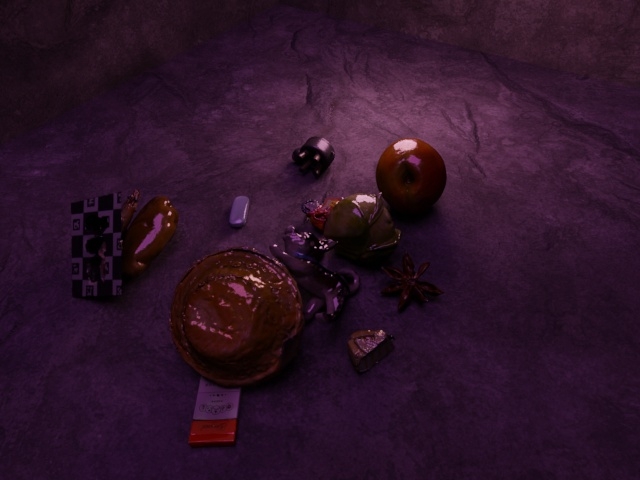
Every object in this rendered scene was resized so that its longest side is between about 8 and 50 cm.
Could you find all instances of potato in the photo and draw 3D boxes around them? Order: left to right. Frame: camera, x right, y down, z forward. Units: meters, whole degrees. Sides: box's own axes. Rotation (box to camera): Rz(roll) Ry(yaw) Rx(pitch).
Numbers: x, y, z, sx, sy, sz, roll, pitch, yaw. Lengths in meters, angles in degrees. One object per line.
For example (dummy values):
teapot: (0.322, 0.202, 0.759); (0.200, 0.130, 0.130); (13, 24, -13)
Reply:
potato: (-0.690, -0.012, 1.938); (0.196, 0.176, 0.368); (15, 57, 5)

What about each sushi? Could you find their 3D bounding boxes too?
sushi: (-0.807, 0.024, 1.834); (0.297, 0.100, 0.372); (-6, 85, 29)

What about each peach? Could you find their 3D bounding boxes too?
peach: (0.367, -0.266, 1.986); (0.308, 0.307, 0.332); (0, 15, 6)

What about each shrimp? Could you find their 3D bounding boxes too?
shrimp: (-0.799, -0.077, 1.974); (0.062, 0.154, 0.294); (25, 81, -7)

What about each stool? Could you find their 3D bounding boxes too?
stool: (-0.039, -0.377, 2.247); (0.228, 0.153, 0.139); (-21, 29, 52)

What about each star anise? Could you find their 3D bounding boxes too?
star anise: (0.310, 0.151, 1.707); (0.196, 0.111, 0.212); (-43, 85, -8)

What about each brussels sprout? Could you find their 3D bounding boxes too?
brussels sprout: (0.161, -0.047, 1.814); (0.295, 0.259, 0.227); (6, 34, 37)

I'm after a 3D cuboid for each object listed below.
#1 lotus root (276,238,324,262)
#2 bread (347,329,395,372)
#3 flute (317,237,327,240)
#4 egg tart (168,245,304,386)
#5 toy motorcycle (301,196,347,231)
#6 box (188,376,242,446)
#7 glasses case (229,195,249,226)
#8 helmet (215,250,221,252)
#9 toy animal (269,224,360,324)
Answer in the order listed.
lotus root: (-0.082, 0.066, 1.842); (0.110, 0.097, 0.258); (30, 52, 33)
bread: (0.151, 0.337, 1.558); (0.157, 0.102, 0.110); (-26, 37, -26)
flute: (0.000, 0.000, 1.943); (0.233, 0.027, 0.027); (-7, 46, -2)
egg tart: (-0.268, 0.231, 1.474); (0.444, 0.178, 0.442); (-1, 85, 8)
toy motorcycle: (0.066, -0.108, 1.997); (0.299, 0.089, 0.171); (0, 47, 5)
box: (-0.313, 0.502, 1.481); (0.139, 0.035, 0.245); (-3, 46, 1)
glasses case: (-0.349, -0.126, 2.087); (0.068, 0.045, 0.178); (-2, 46, 4)
helmet: (-0.399, 0.101, 1.855); (0.123, 0.070, 0.098); (-33, 44, -12)
toy animal: (-0.021, 0.096, 1.679); (0.303, 0.194, 0.344); (-33, 94, -41)
